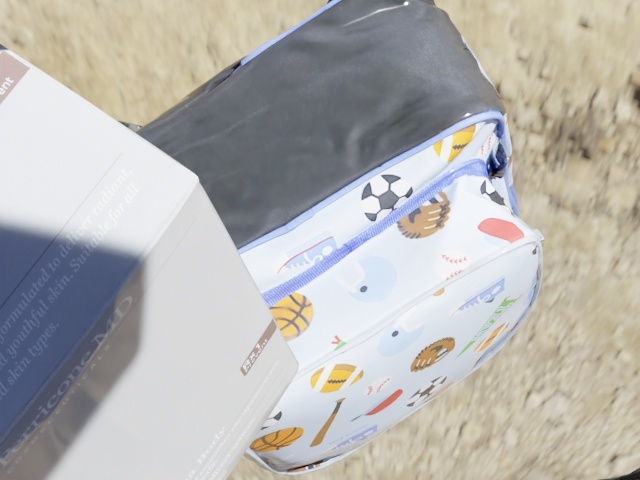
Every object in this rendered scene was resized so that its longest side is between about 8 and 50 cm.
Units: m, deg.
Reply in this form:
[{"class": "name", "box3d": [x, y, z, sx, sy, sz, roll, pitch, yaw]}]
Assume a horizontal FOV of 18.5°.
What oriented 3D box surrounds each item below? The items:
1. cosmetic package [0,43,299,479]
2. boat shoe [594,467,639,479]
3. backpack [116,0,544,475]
[{"class": "cosmetic package", "box3d": [-0.095, 0.039, 0.738, 0.107, 0.238, 0.127, 33, 80, 15]}, {"class": "boat shoe", "box3d": [0.108, 0.072, 0.406, 0.084, 0.233, 0.079, 59, 41, -22]}, {"class": "backpack", "box3d": [0.000, 0.000, 1.077, 0.276, 0.263, 0.213, -28, 78, 1]}]
